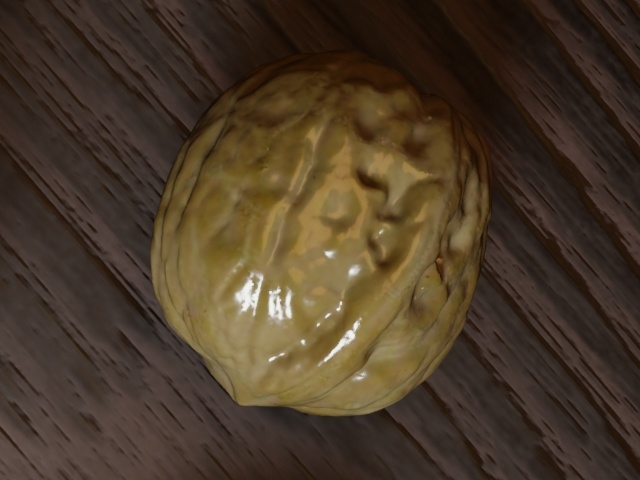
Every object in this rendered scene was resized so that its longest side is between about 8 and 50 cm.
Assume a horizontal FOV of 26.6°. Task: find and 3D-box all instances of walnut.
[{"bbox_3d":[0.000,0.000,0.782,0.213,0.213,0.213,4,75,-15],"label":"walnut"}]
